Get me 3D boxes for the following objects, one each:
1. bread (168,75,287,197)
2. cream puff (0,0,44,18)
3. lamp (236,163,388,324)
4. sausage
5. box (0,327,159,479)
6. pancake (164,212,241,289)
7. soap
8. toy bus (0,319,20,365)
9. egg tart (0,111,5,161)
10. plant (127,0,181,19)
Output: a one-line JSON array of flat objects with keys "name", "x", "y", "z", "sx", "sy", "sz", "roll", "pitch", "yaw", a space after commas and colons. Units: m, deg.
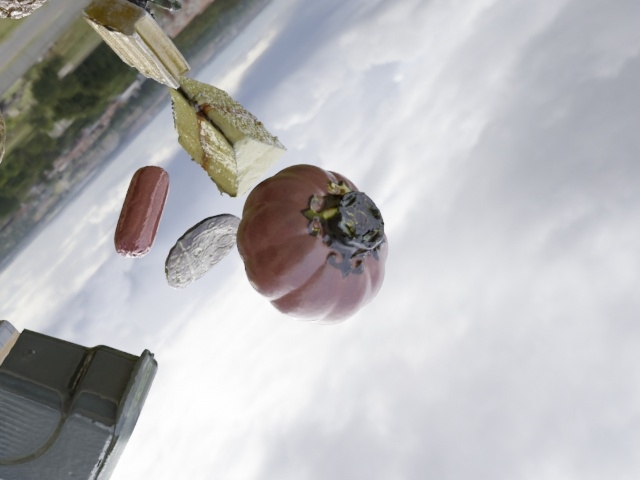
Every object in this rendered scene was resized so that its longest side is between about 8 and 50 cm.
[{"name": "bread", "x": -0.261, "y": -0.247, "z": 2.052, "sx": 0.198, "sy": 0.263, "sz": 0.236, "roll": -49, "pitch": 162, "yaw": 8}, {"name": "cream puff", "x": -0.534, "y": -0.438, "z": 1.473, "sx": 0.165, "sy": 0.115, "sz": 0.150, "roll": -3, "pitch": -179, "yaw": 45}, {"name": "lamp", "x": 0.000, "y": 0.000, "z": 1.580, "sx": 0.239, "sy": 0.305, "sz": 0.305, "roll": -30, "pitch": -159, "yaw": 45}, {"name": "sausage", "x": -0.272, "y": -0.044, "z": 1.319, "sx": 0.062, "sy": 0.062, "sz": 0.154, "roll": -31, "pitch": -140, "yaw": 47}, {"name": "box", "x": -0.335, "y": 0.233, "z": 1.122, "sx": 0.138, "sy": 0.178, "sz": 0.274, "roll": -78, "pitch": -167, "yaw": -50}, {"name": "pancake", "x": -0.289, "y": 0.025, "z": 2.150, "sx": 0.250, "sy": 0.031, "sz": 0.250, "roll": -40, "pitch": 158, "yaw": -19}, {"name": "soap", "x": -0.378, "y": -0.412, "z": 1.798, "sx": 0.073, "sy": 0.140, "sz": 0.232, "roll": -59, "pitch": 159, "yaw": -8}, {"name": "toy bus", "x": -0.673, "y": 0.272, "z": 1.689, "sx": 0.092, "sy": 0.106, "sz": 0.268, "roll": -17, "pitch": -150, "yaw": 28}, {"name": "egg tart", "x": -0.789, "y": -0.207, "z": 1.756, "sx": 0.291, "sy": 0.291, "sz": 0.107, "roll": -49, "pitch": 171, "yaw": -13}, {"name": "plant", "x": -0.427, "y": -0.575, "z": 2.029, "sx": 0.142, "sy": 0.203, "sz": 0.131, "roll": 109, "pitch": -24, "yaw": -69}]
